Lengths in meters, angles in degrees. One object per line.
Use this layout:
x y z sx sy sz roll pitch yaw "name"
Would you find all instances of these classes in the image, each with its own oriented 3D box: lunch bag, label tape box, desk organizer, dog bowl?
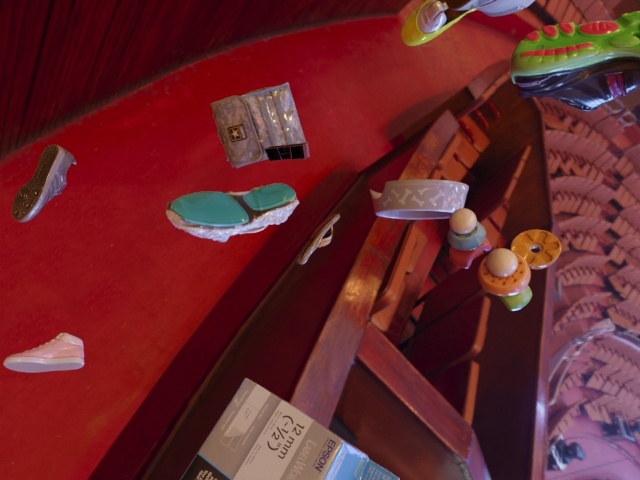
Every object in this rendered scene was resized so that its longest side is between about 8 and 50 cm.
-0.226 -0.408 1.444 0.288 0.169 0.235 -20 110 -12 "lunch bag"
-0.063 0.461 0.757 0.249 0.348 0.115 -56 154 -22 "label tape box"
-0.104 -0.272 1.256 0.050 0.131 0.047 -54 139 -67 "desk organizer"
0.352 -0.140 1.465 0.349 0.349 0.102 5 87 -42 "dog bowl"

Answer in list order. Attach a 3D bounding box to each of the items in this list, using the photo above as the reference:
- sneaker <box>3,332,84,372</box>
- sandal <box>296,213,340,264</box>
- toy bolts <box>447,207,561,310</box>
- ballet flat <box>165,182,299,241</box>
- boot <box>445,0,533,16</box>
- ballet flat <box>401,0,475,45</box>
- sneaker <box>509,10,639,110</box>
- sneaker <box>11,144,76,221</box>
-0.555 0.225 0.822 0.135 0.051 0.070 8 48 -31 "sneaker"
0.000 0.000 1.144 0.049 0.072 0.180 37 84 -15 "sandal"
0.398 0.002 0.909 0.228 0.218 0.158 42 -8 44 "toy bolts"
-0.222 -0.059 1.094 0.409 0.147 0.146 -17 80 -46 "ballet flat"
0.341 -0.451 0.676 0.165 0.213 0.077 -16 93 -40 "boot"
0.267 -0.485 0.832 0.077 0.231 0.077 64 27 -9 "ballet flat"
0.746 -0.444 1.031 0.202 0.484 0.185 53 51 -61 "sneaker"
-0.612 -0.120 0.913 0.188 0.067 0.071 -67 163 -10 "sneaker"
